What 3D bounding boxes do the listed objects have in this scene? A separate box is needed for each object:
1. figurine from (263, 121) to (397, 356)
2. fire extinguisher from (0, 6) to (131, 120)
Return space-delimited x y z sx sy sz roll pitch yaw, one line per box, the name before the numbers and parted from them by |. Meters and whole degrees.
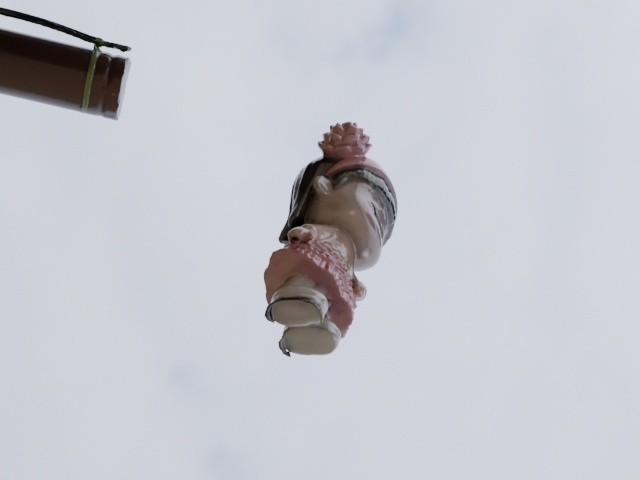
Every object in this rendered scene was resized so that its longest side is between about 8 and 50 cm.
figurine | 0.000 0.000 0.745 0.054 0.072 0.129 -6 -145 27
fire extinguisher | -0.203 -0.116 0.952 0.043 0.158 0.064 -127 -129 -79
